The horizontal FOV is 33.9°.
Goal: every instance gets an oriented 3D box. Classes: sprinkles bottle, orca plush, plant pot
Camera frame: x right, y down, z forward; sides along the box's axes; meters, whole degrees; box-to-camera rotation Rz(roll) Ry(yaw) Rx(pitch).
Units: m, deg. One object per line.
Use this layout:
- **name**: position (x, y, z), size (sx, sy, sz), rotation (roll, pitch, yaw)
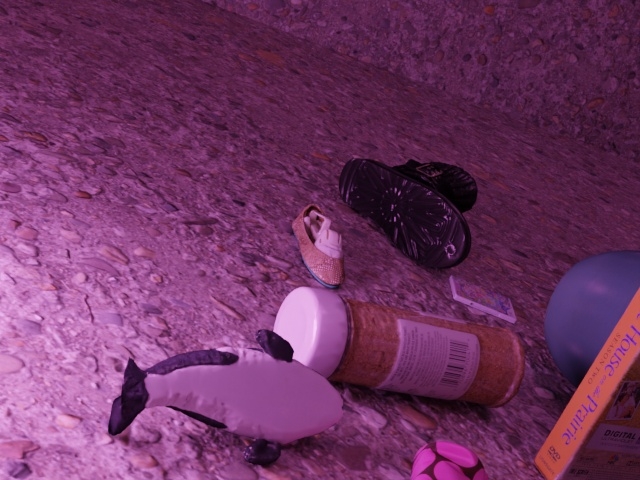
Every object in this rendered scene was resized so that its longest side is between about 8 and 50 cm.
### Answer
- **sprinkles bottle**: position (0.113, 0.152, 1.445), size (0.355, 0.121, 0.121), rotation (13, 24, -29)
- **orca plush**: position (-0.116, 0.189, 1.206), size (0.287, 0.102, 0.151), rotation (-7, 81, -38)
- **plant pot**: position (0.508, 0.147, 1.692), size (0.293, 0.293, 0.235), rotation (5, 15, -42)

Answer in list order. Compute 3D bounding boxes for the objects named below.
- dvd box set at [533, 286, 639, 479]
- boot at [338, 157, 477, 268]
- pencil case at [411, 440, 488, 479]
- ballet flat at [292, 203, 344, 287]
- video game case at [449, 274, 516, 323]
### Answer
- **dvd box set**: position (0.509, 0.170, 1.429), size (0.307, 0.420, 0.062), rotation (11, 25, -31)
- **boot**: position (0.229, -0.063, 2.061), size (0.260, 0.131, 0.348), rotation (3, 30, -44)
- **pencil case**: position (0.147, 0.307, 1.165), size (0.098, 0.095, 0.209), rotation (-9, 22, 9)
- **ballet flat**: position (0.000, 0.000, 1.748), size (0.073, 0.067, 0.206), rotation (15, 24, -28)
- **video game case**: position (0.294, 0.106, 1.902), size (0.122, 0.011, 0.087), rotation (22, 21, -8)
